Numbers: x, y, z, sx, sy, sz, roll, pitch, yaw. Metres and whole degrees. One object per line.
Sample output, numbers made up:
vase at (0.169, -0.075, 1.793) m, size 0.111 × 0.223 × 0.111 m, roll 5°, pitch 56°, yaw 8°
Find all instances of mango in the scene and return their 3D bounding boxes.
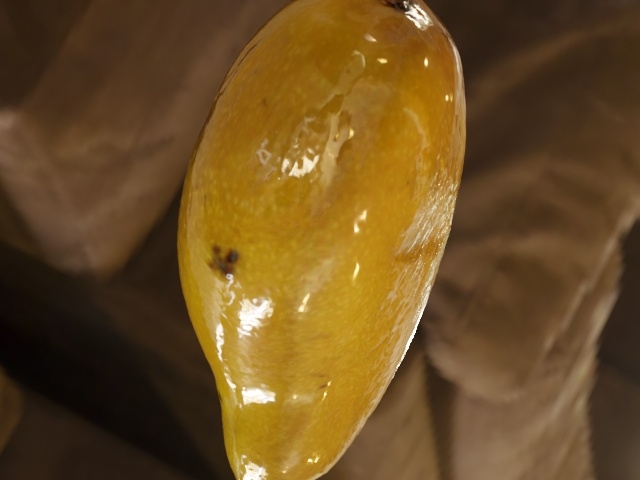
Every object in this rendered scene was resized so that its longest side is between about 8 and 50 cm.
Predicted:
mango at (-0.004, -0.003, 0.914) m, size 0.157 × 0.109 × 0.262 m, roll -39°, pitch 151°, yaw -51°
